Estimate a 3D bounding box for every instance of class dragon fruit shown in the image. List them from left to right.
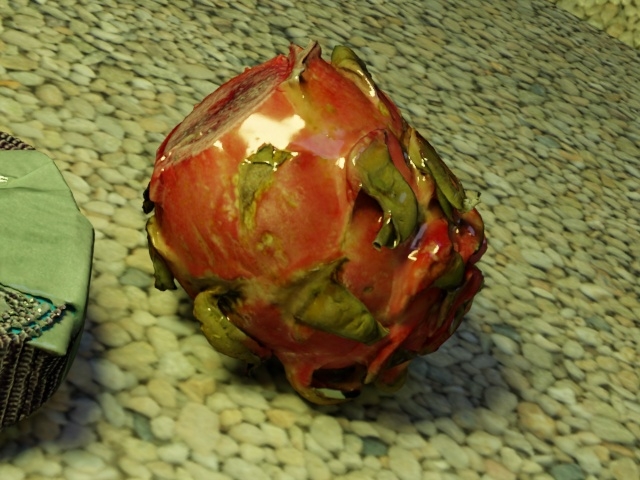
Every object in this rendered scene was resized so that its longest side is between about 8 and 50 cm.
[{"bbox_3d":[0.000,0.000,1.128,0.291,0.269,0.250,53,11,-22],"label":"dragon fruit"}]

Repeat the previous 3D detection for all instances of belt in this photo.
[{"bbox_3d":[-0.295,0.017,0.991,0.260,0.122,0.325,12,28,-11],"label":"belt"}]
